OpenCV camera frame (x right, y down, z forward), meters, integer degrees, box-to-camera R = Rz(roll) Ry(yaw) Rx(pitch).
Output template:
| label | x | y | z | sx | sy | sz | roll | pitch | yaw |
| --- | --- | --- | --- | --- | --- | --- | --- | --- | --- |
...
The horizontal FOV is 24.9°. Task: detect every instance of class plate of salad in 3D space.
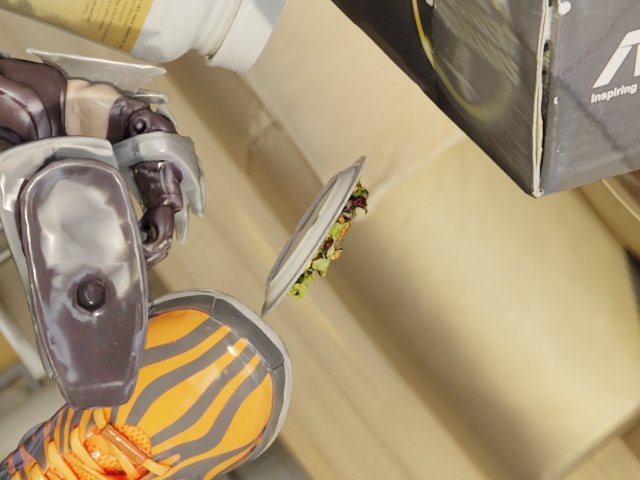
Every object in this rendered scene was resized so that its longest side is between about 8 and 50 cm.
| label | x | y | z | sx | sy | sz | roll | pitch | yaw |
| --- | --- | --- | --- | --- | --- | --- | --- | --- | --- |
| plate of salad | 0.000 | 0.000 | 1.505 | 0.048 | 0.199 | 0.200 | 33 | 170 | -6 |

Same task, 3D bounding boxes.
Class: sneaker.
| label | x | y | z | sx | sy | sz | roll | pitch | yaw |
| --- | --- | --- | --- | --- | --- | --- | --- | --- | --- |
| sneaker | -0.147 | 0.163 | 0.916 | 0.124 | 0.180 | 0.321 | 44 | 131 | -2 |

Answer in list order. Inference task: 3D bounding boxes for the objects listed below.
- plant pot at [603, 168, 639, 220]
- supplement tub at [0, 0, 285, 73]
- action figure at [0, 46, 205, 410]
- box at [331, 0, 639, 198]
| label | x | y | z | sx | sy | sz | roll | pitch | yaw |
| --- | --- | --- | --- | --- | --- | --- | --- | --- | --- |
| plant pot | 0.229 | -0.069 | 0.667 | 0.237 | 0.237 | 0.254 | 58 | -164 | -14 |
| supplement tub | -0.173 | -0.269 | 1.105 | 0.316 | 0.228 | 0.228 | 19 | 175 | -13 |
| action figure | -0.132 | -0.016 | 0.547 | 0.285 | 0.185 | 0.099 | -121 | 22 | -67 |
| box | 0.171 | -0.178 | 0.561 | 0.318 | 0.395 | 0.097 | -125 | 25 | -46 |
